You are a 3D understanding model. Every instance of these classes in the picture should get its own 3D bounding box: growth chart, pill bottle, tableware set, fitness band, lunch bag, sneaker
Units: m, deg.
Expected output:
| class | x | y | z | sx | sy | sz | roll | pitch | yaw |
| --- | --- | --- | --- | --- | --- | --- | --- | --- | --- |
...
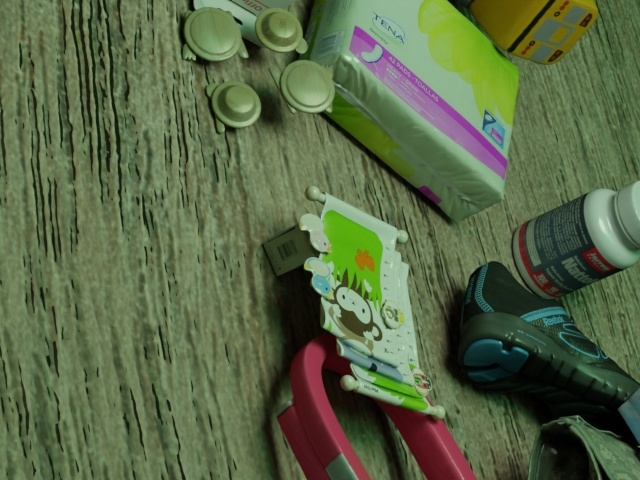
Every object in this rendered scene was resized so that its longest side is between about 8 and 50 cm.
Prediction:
| class | x | y | z | sx | sy | sz | roll | pitch | yaw |
| --- | --- | --- | --- | --- | --- | --- | --- | --- | --- |
| growth chart | 0.050 | 0.064 | 1.562 | 0.172 | 0.021 | 0.237 | 17 | 55 | -43 |
| pill bottle | 0.342 | -0.004 | 1.897 | 0.108 | 0.180 | 0.108 | 26 | 51 | -37 |
| tableware set | -0.067 | -0.192 | 1.636 | 0.169 | 0.020 | 0.141 | -10 | 74 | -25 |
| fitness band | 0.066 | 0.221 | 1.503 | 0.209 | 0.054 | 0.291 | 8 | 45 | -51 |
| lunch bag | 0.340 | 0.350 | 1.685 | 0.235 | 0.169 | 0.287 | 25 | 57 | -40 |
| sneaker | 0.299 | 0.142 | 1.811 | 0.341 | 0.125 | 0.139 | 35 | 41 | -33 |

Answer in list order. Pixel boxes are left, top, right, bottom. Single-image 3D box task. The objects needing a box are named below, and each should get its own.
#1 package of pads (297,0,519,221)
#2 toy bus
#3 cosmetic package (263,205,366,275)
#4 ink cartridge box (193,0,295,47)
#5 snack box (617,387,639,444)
| class | x | y | z | sx | sy | sz | roll | pitch | yaw |
| --- | --- | --- | --- | --- | --- | --- | --- | --- | --- |
| package of pads | 0.112 | -0.199 | 1.817 | 0.296 | 0.101 | 0.229 | 38 | 45 | -28 |
| toy bus | 0.220 | -0.383 | 1.961 | 0.130 | 0.108 | 0.332 | 10 | 42 | -40 |
| cosmetic package | 0.000 | 0.000 | 1.608 | 0.115 | 0.060 | 0.041 | -16 | 81 | -53 |
| ink cartridge box | -0.083 | -0.328 | 1.700 | 0.115 | 0.067 | 0.198 | 23 | 52 | -39 |
| snack box | 0.453 | 0.267 | 1.716 | 0.207 | 0.070 | 0.174 | 38 | 14 | -25 |
